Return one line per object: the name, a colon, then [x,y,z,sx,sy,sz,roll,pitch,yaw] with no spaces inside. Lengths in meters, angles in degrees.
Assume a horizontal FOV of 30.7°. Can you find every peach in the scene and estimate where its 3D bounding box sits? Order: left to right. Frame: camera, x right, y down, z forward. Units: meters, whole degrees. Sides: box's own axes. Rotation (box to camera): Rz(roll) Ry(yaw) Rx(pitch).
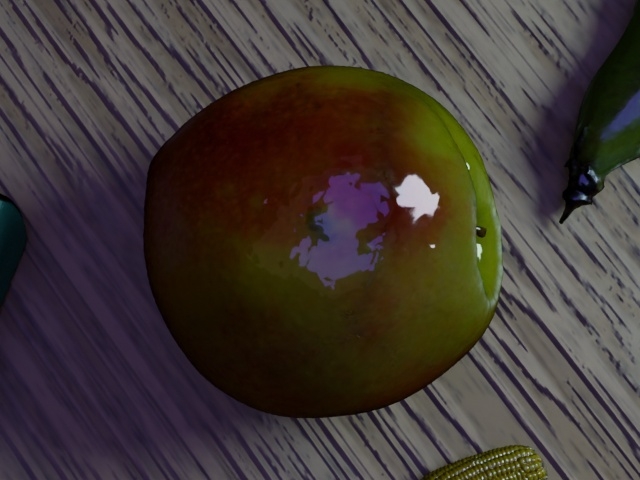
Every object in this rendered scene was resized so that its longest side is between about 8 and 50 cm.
peach: [0.000,0.000,0.753,0.231,0.231,0.231,0,80,1]

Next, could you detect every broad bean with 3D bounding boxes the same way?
broad bean: [0.262,-0.159,0.855,0.077,0.061,0.339,26,81,17]

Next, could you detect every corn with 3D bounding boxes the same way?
corn: [0.111,0.167,0.810,0.092,0.037,0.037,-19,80,-2]

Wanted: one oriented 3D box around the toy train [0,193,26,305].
toy train: [-0.367,0.023,0.809,0.298,0.120,0.194,18,73,4]
